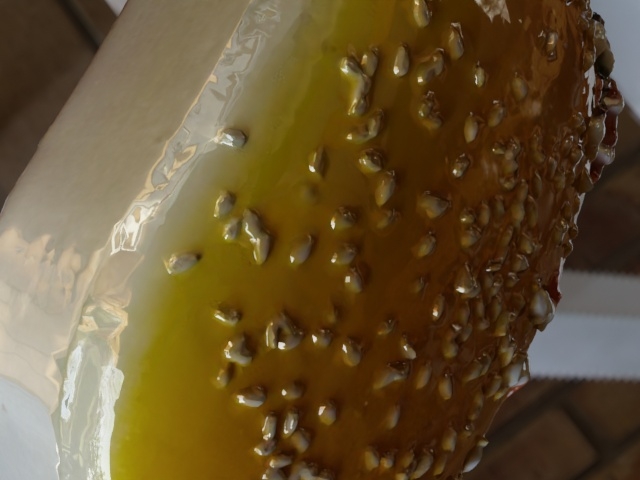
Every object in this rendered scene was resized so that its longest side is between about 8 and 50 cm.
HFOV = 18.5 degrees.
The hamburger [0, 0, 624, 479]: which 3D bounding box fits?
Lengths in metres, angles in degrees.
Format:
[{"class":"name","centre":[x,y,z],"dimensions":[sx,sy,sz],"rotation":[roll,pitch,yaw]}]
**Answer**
[{"class":"hamburger","centre":[0.000,0.000,0.709],"dimensions":[0.295,0.151,0.227],"rotation":[-59,150,-10]}]
